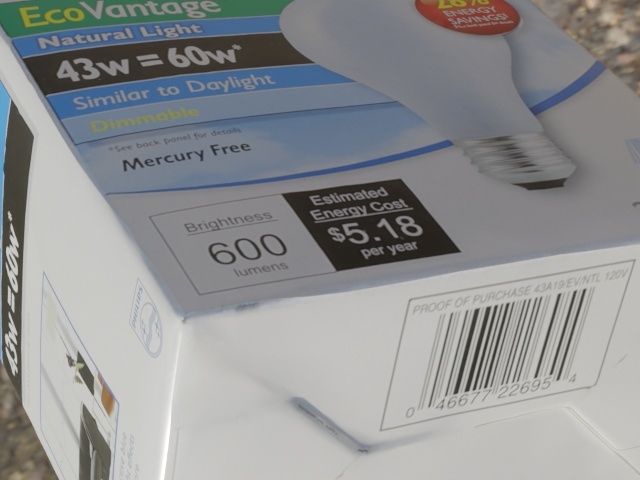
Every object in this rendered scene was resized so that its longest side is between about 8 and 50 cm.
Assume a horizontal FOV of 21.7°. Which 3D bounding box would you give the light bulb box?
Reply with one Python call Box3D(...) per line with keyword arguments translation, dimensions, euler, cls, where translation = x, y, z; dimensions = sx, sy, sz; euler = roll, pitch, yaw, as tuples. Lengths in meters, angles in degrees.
Box3D(translation=(0.000, 0.000, 0.988), dimensions=(0.361, 0.357, 0.225), euler=(52, 141, 45), cls="light bulb box")
